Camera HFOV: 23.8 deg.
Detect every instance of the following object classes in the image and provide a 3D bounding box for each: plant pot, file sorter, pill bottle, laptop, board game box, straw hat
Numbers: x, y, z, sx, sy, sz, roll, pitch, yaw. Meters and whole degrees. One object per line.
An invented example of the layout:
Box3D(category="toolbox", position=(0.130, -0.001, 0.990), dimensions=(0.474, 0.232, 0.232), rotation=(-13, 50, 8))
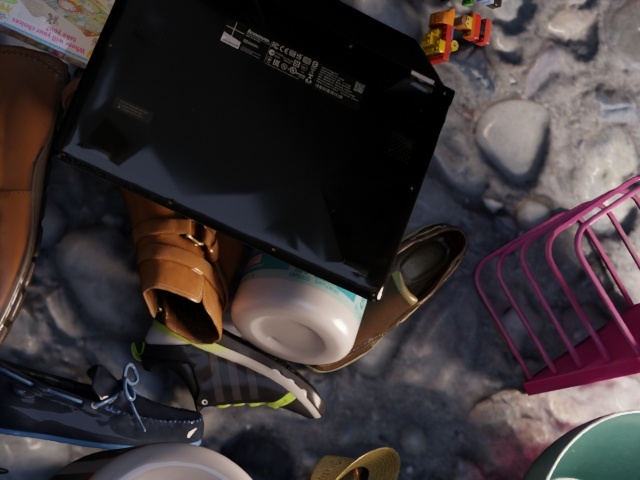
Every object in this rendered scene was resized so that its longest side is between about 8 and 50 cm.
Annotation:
Box3D(category="plant pot", position=(0.340, 0.352, 1.823), dimensions=(0.290, 0.195, 0.290), rotation=(3, 81, -20))
Box3D(category="file sorter", position=(0.342, 0.046, 1.824), dimensions=(0.202, 0.290, 0.182), rotation=(-31, 90, -22))
Box3D(category="pill bottle", position=(-0.191, 0.314, 1.542), dimensions=(0.210, 0.363, 0.210), rotation=(3, 80, -19))
Box3D(category="pill bottle", position=(0.000, 0.000, 1.765), dimensions=(0.146, 0.146, 0.264), rotation=(26, 60, -15))
Box3D(category="laptop", position=(-0.073, -0.171, 1.722), dimensions=(0.382, 0.236, 0.408), rotation=(24, 72, -14))
Box3D(category="board game box", position=(-0.303, -0.270, 1.773), dimensions=(0.154, 0.026, 0.103), rotation=(24, 74, -16))
Box3D(category="straw hat", position=(0.022, 0.283, 1.785), dimensions=(0.144, 0.144, 0.061), rotation=(-39, 54, -21))

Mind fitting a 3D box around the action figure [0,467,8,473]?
Box3D(category="action figure", position=(-0.407, 0.319, 1.584), dimensions=(0.164, 0.141, 0.276), rotation=(-2, 84, -9))

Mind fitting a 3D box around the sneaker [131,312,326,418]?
Box3D(category="sneaker", position=(-0.108, 0.161, 1.761), dimensions=(0.234, 0.084, 0.097), rotation=(30, 91, -8))

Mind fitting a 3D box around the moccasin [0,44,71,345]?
Box3D(category="moccasin", position=(-0.373, -0.038, 1.652), dimensions=(0.147, 0.139, 0.380), rotation=(12, 78, -16))

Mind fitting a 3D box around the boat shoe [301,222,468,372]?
Box3D(category="boat shoe", position=(0.076, 0.060, 1.825), dimensions=(0.257, 0.095, 0.095), rotation=(-42, 97, -21))

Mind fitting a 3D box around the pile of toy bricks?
Box3D(category="pile of toy bricks", position=(0.153, -0.338, 1.896), dimensions=(0.105, 0.118, 0.212), rotation=(17, 74, -37))

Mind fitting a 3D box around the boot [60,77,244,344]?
Box3D(category="boot", position=(-0.189, -0.030, 1.670), dimensions=(0.283, 0.109, 0.220), rotation=(47, 37, -40))

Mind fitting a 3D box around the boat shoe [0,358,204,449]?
Box3D(category="boat shoe", position=(-0.250, 0.180, 1.677), dimensions=(0.258, 0.109, 0.089), rotation=(9, 92, -21))
